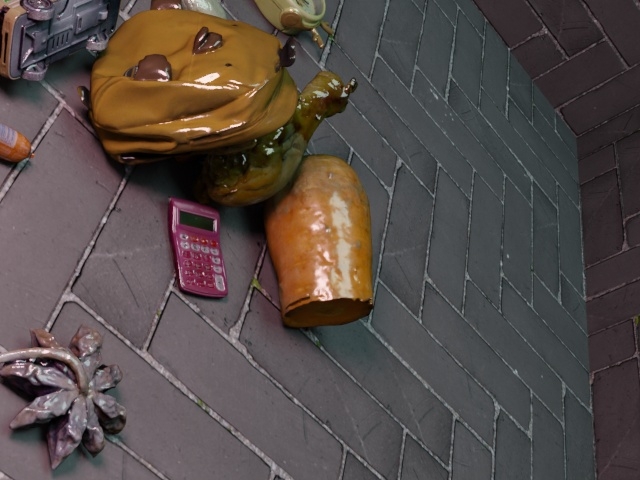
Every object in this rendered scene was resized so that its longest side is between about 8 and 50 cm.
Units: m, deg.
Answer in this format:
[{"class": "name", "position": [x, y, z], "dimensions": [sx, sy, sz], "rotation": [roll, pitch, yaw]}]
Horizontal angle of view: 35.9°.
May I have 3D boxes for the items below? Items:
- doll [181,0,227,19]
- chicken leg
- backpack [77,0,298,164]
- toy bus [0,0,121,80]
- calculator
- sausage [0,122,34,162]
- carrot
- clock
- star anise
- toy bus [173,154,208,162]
[{"class": "doll", "position": [-0.257, -0.510, 2.166], "dimensions": [0.214, 0.072, 0.103], "rotation": [39, 38, -38]}, {"class": "chicken leg", "position": [-0.070, -0.213, 1.944], "dimensions": [0.153, 0.201, 0.429], "rotation": [32, 51, 16]}, {"class": "backpack", "position": [-0.227, -0.288, 1.766], "dimensions": [0.353, 0.378, 0.201], "rotation": [-93, 177, -47]}, {"class": "toy bus", "position": [-0.464, -0.385, 1.654], "dimensions": [0.157, 0.139, 0.289], "rotation": [29, 39, 13]}, {"class": "calculator", "position": [-0.230, 0.014, 1.827], "dimensions": [0.127, 0.034, 0.190], "rotation": [16, 58, -51]}, {"class": "sausage", "position": [-0.573, -0.196, 1.467], "dimensions": [0.348, 0.053, 0.053], "rotation": [28, 44, -43]}, {"class": "carrot", "position": [0.000, 0.000, 1.993], "dimensions": [0.224, 0.224, 0.340], "rotation": [21, 52, -47]}, {"class": "clock", "position": [-0.081, -0.620, 2.492], "dimensions": [0.308, 0.096, 0.235], "rotation": [52, 31, -16]}, {"class": "star anise", "position": [-0.369, 0.212, 1.417], "dimensions": [0.262, 0.081, 0.230], "rotation": [37, 49, -38]}, {"class": "toy bus", "position": [-0.173, -0.230, 2.046], "dimensions": [0.409, 0.092, 0.093], "rotation": [-22, 83, -60]}]
